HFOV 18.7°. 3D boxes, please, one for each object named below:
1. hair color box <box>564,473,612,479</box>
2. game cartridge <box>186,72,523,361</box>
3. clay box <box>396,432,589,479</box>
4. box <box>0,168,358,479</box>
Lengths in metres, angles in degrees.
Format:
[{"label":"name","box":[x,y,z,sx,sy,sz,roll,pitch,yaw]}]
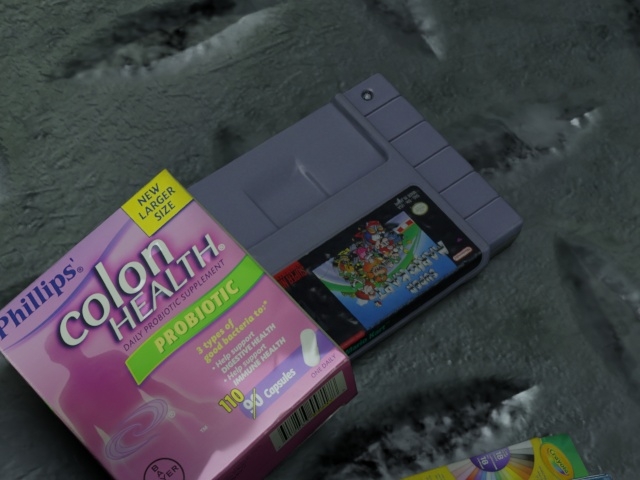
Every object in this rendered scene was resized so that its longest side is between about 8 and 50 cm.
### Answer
[{"label":"hair color box","box":[0.203,0.379,1.547,0.105,0.174,0.347,-8,69,-18]},{"label":"game cartridge","box":[0.000,0.000,1.856,0.355,0.068,0.230,-33,65,-29]},{"label":"clay box","box":[0.143,0.258,1.719,0.222,0.053,0.127,-13,63,-21]},{"label":"box","box":[-0.127,0.104,1.683,0.213,0.117,0.243,-41,72,-10]}]
